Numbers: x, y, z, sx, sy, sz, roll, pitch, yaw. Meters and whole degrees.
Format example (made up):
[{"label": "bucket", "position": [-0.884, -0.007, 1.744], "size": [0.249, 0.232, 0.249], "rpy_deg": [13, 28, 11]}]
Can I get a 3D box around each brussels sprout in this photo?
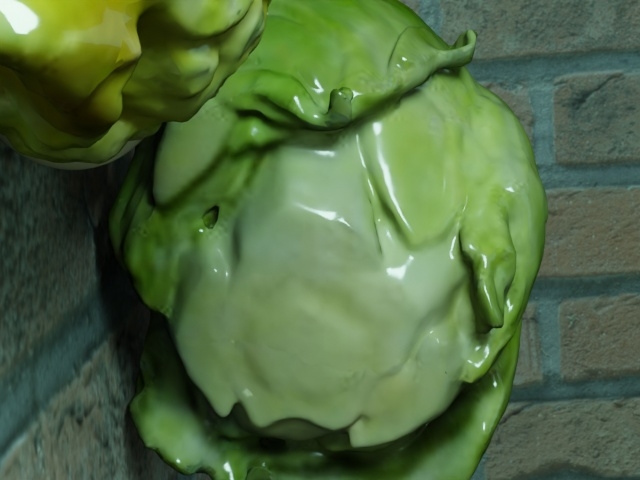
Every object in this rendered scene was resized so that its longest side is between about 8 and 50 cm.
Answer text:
[{"label": "brussels sprout", "position": [0.011, -0.005, 1.035], "size": [0.361, 0.342, 0.425], "rpy_deg": [-63, 165, -64]}]

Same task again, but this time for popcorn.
[{"label": "popcorn", "position": [-0.130, -0.133, 0.492], "size": [0.251, 0.205, 0.237], "rpy_deg": [-46, 157, -41]}]

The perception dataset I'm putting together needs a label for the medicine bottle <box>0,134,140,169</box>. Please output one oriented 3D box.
[{"label": "medicine bottle", "position": [-0.141, -0.124, 0.816], "size": [0.252, 0.114, 0.114], "rpy_deg": [-84, 169, -75]}]
